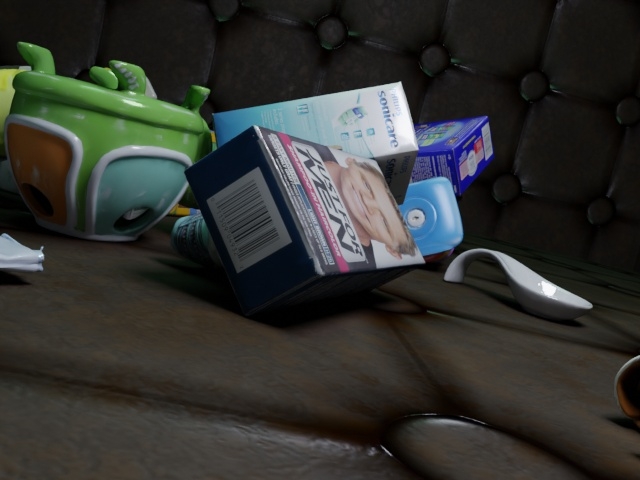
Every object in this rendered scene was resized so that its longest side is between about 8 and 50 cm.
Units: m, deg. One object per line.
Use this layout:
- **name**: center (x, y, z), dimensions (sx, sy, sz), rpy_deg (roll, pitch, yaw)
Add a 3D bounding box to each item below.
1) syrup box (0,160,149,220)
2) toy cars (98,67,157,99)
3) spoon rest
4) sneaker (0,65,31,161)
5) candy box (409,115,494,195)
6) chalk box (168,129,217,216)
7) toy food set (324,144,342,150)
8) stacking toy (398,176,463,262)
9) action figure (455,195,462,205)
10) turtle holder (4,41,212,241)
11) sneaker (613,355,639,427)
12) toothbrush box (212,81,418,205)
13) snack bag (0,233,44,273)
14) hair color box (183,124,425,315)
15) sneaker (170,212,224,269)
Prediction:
- **syrup box**: center (-0.399, -0.105, 1.114), dimensions (0.236, 0.096, 0.093), rpy_deg (15, 9, 6)
- **toy cars**: center (-0.365, -0.246, 1.542), dimensions (0.394, 0.087, 0.176), rpy_deg (58, 7, -32)
- **spoon rest**: center (0.350, 0.073, 1.200), dimensions (0.137, 0.084, 0.276), rpy_deg (7, 9, -44)
- **sneaker**: center (-0.558, -0.164, 0.969), dimensions (0.384, 0.145, 0.147), rpy_deg (-11, 18, 0)
- **candy box**: center (0.220, -0.196, 1.607), dimensions (0.317, 0.122, 0.268), rpy_deg (1, 24, 32)
- **chalk box**: center (-0.316, -0.151, 1.325), dimensions (0.179, 0.180, 0.289), rpy_deg (17, 9, 29)
- **toy food set**: center (-0.071, -0.096, 0.901), dimensions (0.132, 0.039, 0.192), rpy_deg (-9, -16, -47)
- **stacking toy**: center (0.244, -0.011, 1.507), dimensions (0.175, 0.166, 0.302), rpy_deg (-14, -18, 16)
- **action figure**: center (0.213, -0.082, 1.679), dimensions (0.275, 0.141, 0.164), rpy_deg (-11, 17, 45)
- **turtle holder**: center (-0.288, -0.124, 0.939), dimensions (0.243, 0.228, 0.320), rpy_deg (13, 6, 3)
- **sneaker**: center (0.347, 0.128, 0.631), dimensions (0.123, 0.106, 0.290), rpy_deg (19, 10, 22)
- **toothbrush box**: center (-0.007, -0.125, 1.082), dimensions (0.295, 0.126, 0.216), rpy_deg (-10, -19, -2)
- **snack bag**: center (-0.462, -0.020, 0.544), dimensions (0.323, 0.037, 0.342), rpy_deg (18, 9, 30)
- **hair color box**: center (0.002, -0.021, 0.822), dimensions (0.105, 0.174, 0.347), rpy_deg (-29, -11, 22)
- **sneaker**: center (-0.103, -0.013, 0.925), dimensions (0.122, 0.110, 0.283), rpy_deg (6, 1, 18)
